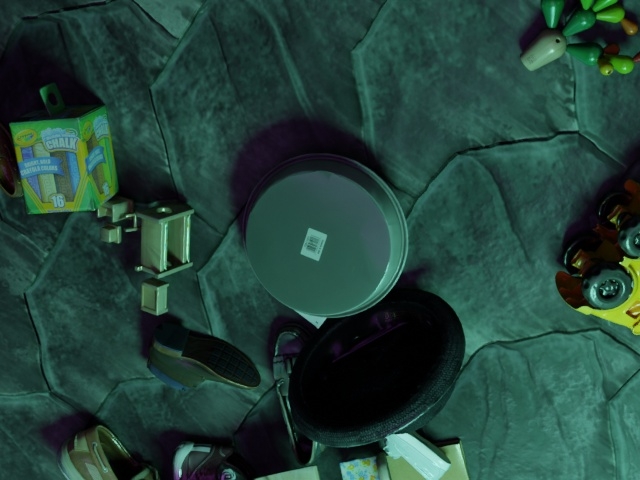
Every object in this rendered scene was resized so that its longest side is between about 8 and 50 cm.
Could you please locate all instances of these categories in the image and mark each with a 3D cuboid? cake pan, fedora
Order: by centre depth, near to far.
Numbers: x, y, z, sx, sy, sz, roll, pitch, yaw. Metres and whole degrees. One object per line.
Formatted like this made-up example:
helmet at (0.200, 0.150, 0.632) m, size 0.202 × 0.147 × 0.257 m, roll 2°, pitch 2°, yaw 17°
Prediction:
cake pan at (0.000, 0.000, 1.750) m, size 0.293 × 0.054 × 0.293 m, roll 4°, pitch 106°, yaw 14°
fedora at (0.116, 0.245, 1.791) m, size 0.334 × 0.334 × 0.152 m, roll -24°, pitch 132°, yaw 17°

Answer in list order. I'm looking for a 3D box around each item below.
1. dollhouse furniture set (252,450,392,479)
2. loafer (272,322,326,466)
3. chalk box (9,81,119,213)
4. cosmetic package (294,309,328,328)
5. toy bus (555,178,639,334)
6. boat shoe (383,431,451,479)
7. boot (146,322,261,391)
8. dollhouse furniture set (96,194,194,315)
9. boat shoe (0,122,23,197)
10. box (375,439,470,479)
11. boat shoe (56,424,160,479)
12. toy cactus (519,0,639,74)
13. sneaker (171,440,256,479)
dollhouse furniture set at (-0.022, 0.600, 1.788) m, size 0.362 × 0.256 × 0.394 m, roll -13°, pitch 83°, yaw 3°
loafer at (-0.034, 0.286, 1.896) m, size 0.096 × 0.084 × 0.267 m, roll -7°, pitch 107°, yaw 13°
chalk box at (-0.446, -0.167, 1.800) m, size 0.132 × 0.132 × 0.213 m, roll -1°, pitch 109°, yaw 12°
cosmetic package at (0.032, 0.032, 1.812) m, size 0.099 × 0.060 × 0.239 m, roll 39°, pitch 110°, yaw 2°
toy bus at (0.529, 0.042, 1.688) m, size 0.212 × 0.149 × 0.220 m, roll 27°, pitch 109°, yaw -13°
boat shoe at (0.150, 0.375, 1.892) m, size 0.184 × 0.066 × 0.063 m, roll 35°, pitch 98°, yaw 1°
boot at (-0.223, 0.239, 1.937) m, size 0.219 × 0.082 × 0.106 m, roll 27°, pitch 133°, yaw -3°
dollhouse furniture set at (-0.319, 0.017, 1.877) m, size 0.161 × 0.101 × 0.181 m, roll 17°, pitch 113°, yaw 31°
boat shoe at (-0.587, -0.156, 1.867) m, size 0.064 × 0.060 × 0.178 m, roll -28°, pitch 101°, yaw 18°
box at (0.207, 0.480, 1.949) m, size 0.165 × 0.021 × 0.201 m, roll -13°, pitch 105°, yaw 14°
boat shoe at (-0.370, 0.494, 2.012) m, size 0.116 × 0.123 × 0.324 m, roll -40°, pitch 99°, yaw 18°
toy cactus at (0.395, -0.326, 1.614) m, size 0.180 × 0.112 × 0.219 m, roll -37°, pitch 107°, yaw 29°
sneaker at (-0.193, 0.524, 1.981) m, size 0.163 × 0.106 × 0.281 m, roll -4°, pitch 96°, yaw 6°
